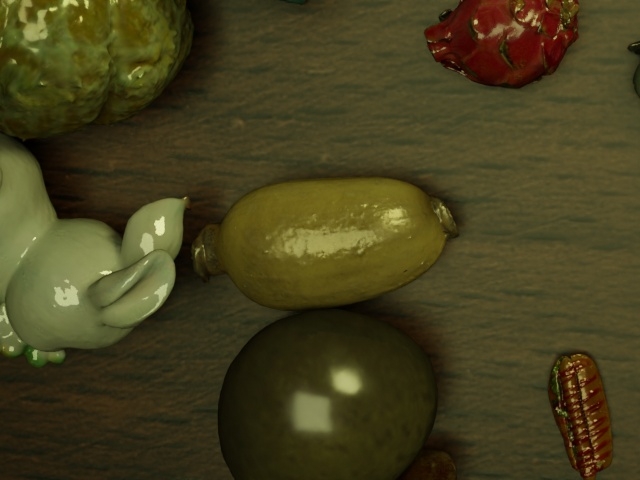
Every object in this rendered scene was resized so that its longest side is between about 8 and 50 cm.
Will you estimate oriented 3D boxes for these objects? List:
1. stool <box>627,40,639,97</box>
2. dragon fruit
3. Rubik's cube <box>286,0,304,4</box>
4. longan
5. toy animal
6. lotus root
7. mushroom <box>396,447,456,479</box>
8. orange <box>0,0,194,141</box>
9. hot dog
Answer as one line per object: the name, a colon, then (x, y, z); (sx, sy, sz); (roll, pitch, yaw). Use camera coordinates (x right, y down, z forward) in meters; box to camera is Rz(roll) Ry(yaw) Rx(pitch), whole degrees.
stool: (0.415, -0.147, 1.546); (0.217, 0.125, 0.121); (21, 101, 17)
dragon fruit: (0.197, -0.221, 1.579); (0.166, 0.133, 0.136); (-15, 51, 11)
Rubik's cube: (-0.083, -0.398, 1.557); (0.221, 0.224, 0.231); (31, 101, 6)
longan: (0.001, 0.190, 1.618); (0.246, 0.215, 0.246); (5, 140, 4)
toy animal: (-0.305, 0.011, 1.657); (0.310, 0.183, 0.247); (37, 134, 8)
lotus root: (0.000, 0.003, 1.632); (0.303, 0.131, 0.146); (-7, 93, 11)
mushroom: (0.123, 0.374, 1.664); (0.217, 0.148, 0.227); (41, 107, -12)
orange: (-0.326, -0.232, 1.579); (0.369, 0.210, 0.271); (16, 129, -5)
hot dog: (0.291, 0.198, 1.645); (0.062, 0.038, 0.144); (-11, 94, 11)
